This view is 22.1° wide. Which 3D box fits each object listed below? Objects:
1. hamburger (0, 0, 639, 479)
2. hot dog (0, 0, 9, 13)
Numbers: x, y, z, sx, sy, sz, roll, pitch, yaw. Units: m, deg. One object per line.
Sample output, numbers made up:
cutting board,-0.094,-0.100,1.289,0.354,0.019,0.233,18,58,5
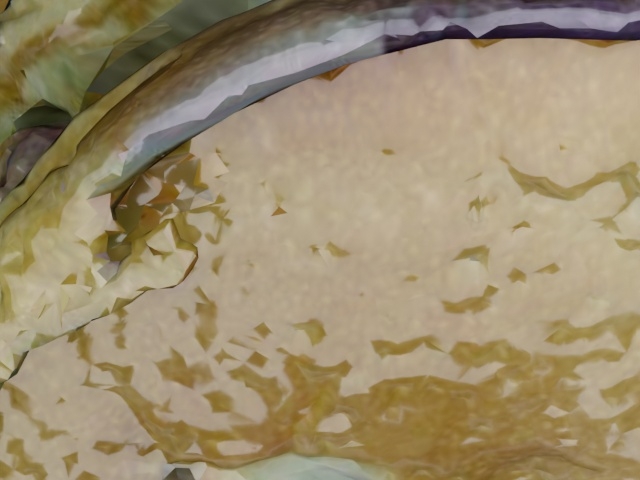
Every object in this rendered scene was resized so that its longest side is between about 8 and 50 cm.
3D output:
hamburger,0.023,0.032,0.465,0.277,0.318,0.195,-9,43,7
hot dog,-0.134,-0.170,0.651,0.185,0.223,0.405,5,51,14
